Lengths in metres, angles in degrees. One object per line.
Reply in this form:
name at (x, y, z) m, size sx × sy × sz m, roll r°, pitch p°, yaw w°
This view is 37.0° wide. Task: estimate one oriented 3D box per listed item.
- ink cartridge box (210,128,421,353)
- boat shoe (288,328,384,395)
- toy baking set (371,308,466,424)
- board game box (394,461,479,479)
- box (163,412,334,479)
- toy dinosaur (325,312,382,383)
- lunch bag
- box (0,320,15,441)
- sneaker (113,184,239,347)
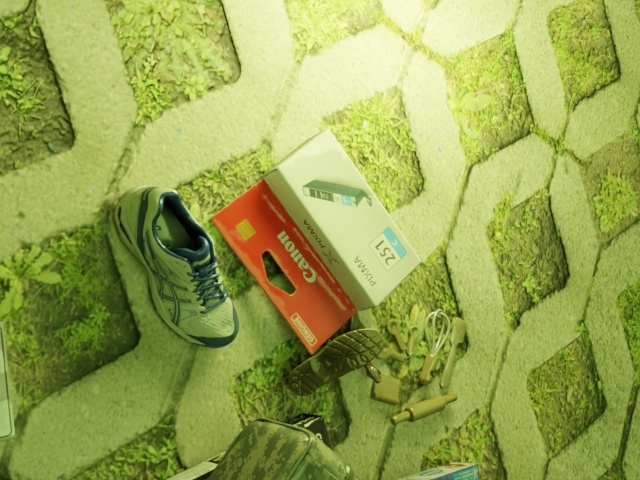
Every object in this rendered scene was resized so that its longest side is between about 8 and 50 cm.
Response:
ink cartridge box at (0.000, 0.000, 1.636) m, size 0.261 × 0.066 × 0.296 m, roll -41°, pitch 100°, yaw -31°
boat shoe at (0.025, 0.202, 1.631) m, size 0.178 × 0.060 × 0.064 m, roll -30°, pitch 88°, yaw 0°
toy baking set at (0.198, 0.235, 1.806) m, size 0.256 × 0.030 × 0.196 m, roll -8°, pitch 92°, yaw -35°
board game box at (0.190, 0.571, 1.670) m, size 0.319 × 0.066 × 0.317 m, roll 2°, pitch 82°, yaw -54°
box at (-0.085, 0.474, 1.571) m, size 0.293 × 0.073 × 0.295 m, roll -18°, pitch 98°, yaw -33°
toy dinosaur at (0.059, 0.157, 1.710) m, size 0.112 × 0.064 × 0.211 m, roll -18°, pitch 100°, yaw -61°
lunch bag at (-0.056, 0.457, 1.418) m, size 0.256 × 0.213 × 0.305 m, roll 44°, pitch 65°, yaw -24°
box at (-0.560, 0.204, 1.244) m, size 0.290 × 0.087 × 0.169 m, roll -4°, pitch 89°, yaw -35°
sneaker at (-0.207, 0.048, 1.476) m, size 0.112 × 0.131 × 0.296 m, roll -44°, pitch 113°, yaw -31°
